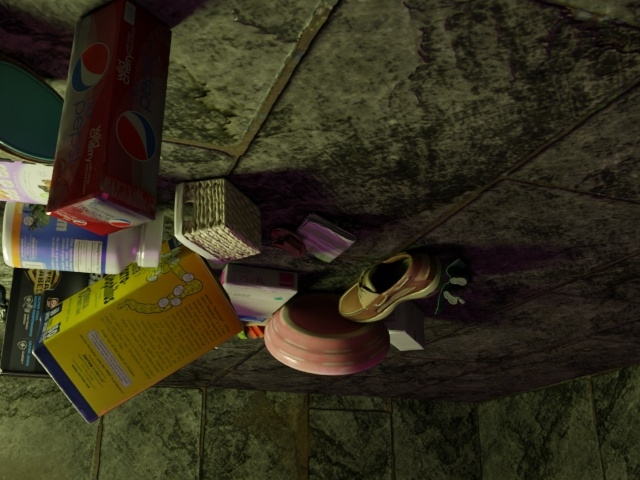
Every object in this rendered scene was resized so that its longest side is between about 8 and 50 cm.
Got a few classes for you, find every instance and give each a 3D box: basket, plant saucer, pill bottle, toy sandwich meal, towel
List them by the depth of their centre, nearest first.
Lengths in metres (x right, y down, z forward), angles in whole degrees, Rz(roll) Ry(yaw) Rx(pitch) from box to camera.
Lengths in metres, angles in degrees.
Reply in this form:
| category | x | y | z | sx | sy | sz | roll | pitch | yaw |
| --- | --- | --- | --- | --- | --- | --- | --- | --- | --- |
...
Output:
| category | x | y | z | sx | sy | sz | roll | pitch | yaw |
| --- | --- | --- | --- | --- | --- | --- | --- | --- | --- |
| pill bottle | -0.436 | -0.016 | 1.331 | 0.272 | 0.152 | 0.152 | 4 | 159 | -14 |
| basket | -0.188 | -0.037 | 1.337 | 0.103 | 0.113 | 0.167 | -12 | 157 | 17 |
| towel | 0.000 | 0.000 | 1.500 | 0.113 | 0.023 | 0.152 | 29 | 153 | -8 |
| toy sandwich meal | -0.070 | 0.006 | 1.517 | 0.086 | 0.029 | 0.085 | 24 | 154 | 12 |
| plant saucer | 0.019 | 0.228 | 1.864 | 0.332 | 0.084 | 0.332 | 2 | -157 | -1 |

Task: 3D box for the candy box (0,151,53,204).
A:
| category | x | y | z | sx | sy | sz | roll | pitch | yaw |
| --- | --- | --- | --- | --- | --- | --- | --- | --- | --- |
| candy box | -0.461 | -0.121 | 1.168 | 0.196 | 0.070 | 0.165 | 5 | 158 | -11 |

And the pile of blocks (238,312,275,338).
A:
| category | x | y | z | sx | sy | sz | roll | pitch | yaw |
| --- | --- | --- | --- | --- | --- | --- | --- | --- | --- |
| pile of blocks | -0.297 | 0.243 | 2.066 | 0.362 | 0.112 | 0.149 | 8 | 157 | -21 |

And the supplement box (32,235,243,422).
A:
| category | x | y | z | sx | sy | sz | roll | pitch | yaw |
| --- | --- | --- | --- | --- | --- | --- | --- | --- | --- |
| supplement box | -0.368 | 0.165 | 1.451 | 0.357 | 0.195 | 0.194 | -31 | -159 | -7 |

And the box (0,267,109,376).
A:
| category | x | y | z | sx | sy | sz | roll | pitch | yaw |
| --- | --- | --- | --- | --- | --- | --- | --- | --- | --- |
| box | -0.534 | 0.156 | 1.580 | 0.293 | 0.295 | 0.073 | 9 | 175 | -19 |

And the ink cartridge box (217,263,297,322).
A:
| category | x | y | z | sx | sy | sz | roll | pitch | yaw |
| --- | --- | --- | --- | --- | --- | --- | --- | --- | --- |
| ink cartridge box | -0.194 | 0.145 | 1.880 | 0.186 | 0.065 | 0.311 | 9 | 155 | -18 |

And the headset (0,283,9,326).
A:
| category | x | y | z | sx | sy | sz | roll | pitch | yaw |
| --- | --- | --- | --- | --- | --- | --- | --- | --- | --- |
| headset | -0.882 | 0.135 | 1.568 | 0.394 | 0.243 | 0.185 | -4 | 136 | 5 |

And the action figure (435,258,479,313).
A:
| category | x | y | z | sx | sy | sz | roll | pitch | yaw |
| --- | --- | --- | --- | --- | --- | --- | --- | --- | --- |
| action figure | 0.333 | 0.104 | 1.691 | 0.063 | 0.137 | 0.232 | 29 | -168 | 17 |

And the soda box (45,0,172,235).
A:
| category | x | y | z | sx | sy | sz | roll | pitch | yaw |
| --- | --- | --- | --- | --- | --- | --- | --- | --- | --- |
| soda box | -0.243 | -0.145 | 0.833 | 0.092 | 0.263 | 0.083 | -14 | 154 | 30 |

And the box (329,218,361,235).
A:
| category | x | y | z | sx | sy | sz | roll | pitch | yaw |
| --- | --- | --- | --- | --- | --- | --- | --- | --- | --- |
| box | 0.039 | -0.019 | 1.509 | 0.067 | 0.018 | 0.083 | 8 | 158 | -21 |

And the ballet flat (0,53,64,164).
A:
| category | x | y | z | sx | sy | sz | roll | pitch | yaw |
| --- | --- | --- | --- | --- | --- | --- | --- | --- | --- |
| ballet flat | -0.471 | -0.202 | 0.922 | 0.123 | 0.123 | 0.348 | -12 | 157 | 29 |

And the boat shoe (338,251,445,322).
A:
| category | x | y | z | sx | sy | sz | roll | pitch | yaw |
| --- | --- | --- | --- | --- | --- | --- | --- | --- | --- |
| boat shoe | 0.148 | 0.102 | 1.714 | 0.120 | 0.122 | 0.324 | 22 | 143 | -34 |

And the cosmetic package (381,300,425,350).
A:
| category | x | y | z | sx | sy | sz | roll | pitch | yaw |
| --- | --- | --- | --- | --- | --- | --- | --- | --- | --- |
| cosmetic package | 0.237 | 0.239 | 2.054 | 0.086 | 0.117 | 0.231 | -7 | 159 | 22 |
